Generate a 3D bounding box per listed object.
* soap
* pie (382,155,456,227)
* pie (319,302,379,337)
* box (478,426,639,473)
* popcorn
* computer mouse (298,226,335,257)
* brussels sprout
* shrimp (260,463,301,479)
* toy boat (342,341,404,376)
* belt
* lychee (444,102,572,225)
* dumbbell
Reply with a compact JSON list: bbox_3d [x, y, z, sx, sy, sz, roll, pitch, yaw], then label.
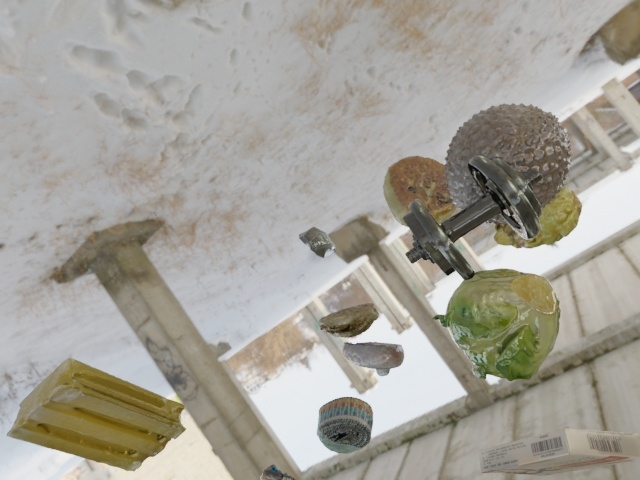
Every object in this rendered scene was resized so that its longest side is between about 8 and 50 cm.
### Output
[{"bbox_3d":[-0.490,0.402,1.039,0.199,0.315,0.091,-42,-145,12],"label":"soap"},{"bbox_3d":[0.400,-0.195,1.802,0.315,0.315,0.092,-35,166,-9],"label":"pie"},{"bbox_3d":[0.091,0.244,1.423,0.194,0.079,0.163,-15,-171,41],"label":"pie"},{"bbox_3d":[0.596,0.550,1.179,0.214,0.069,0.353,10,147,-14],"label":"box"},{"bbox_3d":[0.720,-0.080,1.555,0.252,0.215,0.286,-54,-169,-26],"label":"popcorn"},{"bbox_3d":[0.000,-0.003,1.690,0.071,0.126,0.231,-51,167,12],"label":"computer mouse"},{"bbox_3d":[0.434,0.205,1.121,0.227,0.259,0.294,-32,158,-47],"label":"brussels sprout"},{"bbox_3d":[0.024,0.779,1.334,0.221,0.446,0.109,-24,133,-67],"label":"shrimp"},{"bbox_3d":[0.148,0.329,1.285,0.155,0.085,0.227,6,169,-17],"label":"toy boat"},{"bbox_3d":[0.102,0.766,1.903,0.257,0.207,0.150,-41,-164,32],"label":"belt"},{"bbox_3d":[0.430,-0.183,1.090,0.300,0.300,0.300,-36,175,-3],"label":"lychee"},{"bbox_3d":[0.291,-0.043,0.882,0.290,0.192,0.192,-36,175,12],"label":"dumbbell"}]
